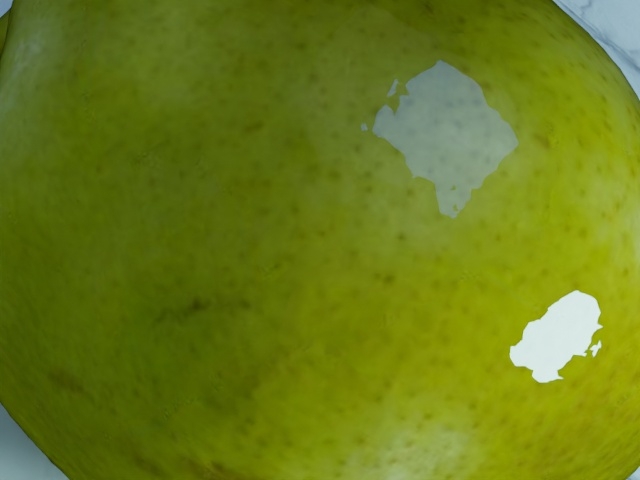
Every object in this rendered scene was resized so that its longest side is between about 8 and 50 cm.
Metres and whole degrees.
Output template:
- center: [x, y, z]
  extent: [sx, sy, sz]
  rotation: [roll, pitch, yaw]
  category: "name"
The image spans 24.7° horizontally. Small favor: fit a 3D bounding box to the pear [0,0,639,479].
- center: [0.000, 0.000, 0.761]
  extent: [0.418, 0.362, 0.362]
  rotation: [30, 40, -19]
  category: "pear"
